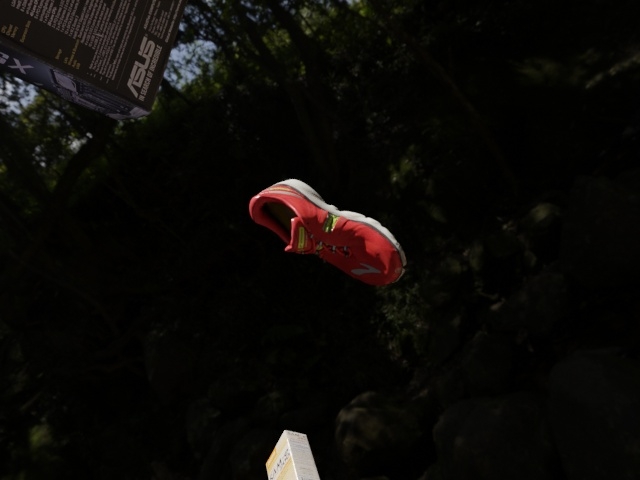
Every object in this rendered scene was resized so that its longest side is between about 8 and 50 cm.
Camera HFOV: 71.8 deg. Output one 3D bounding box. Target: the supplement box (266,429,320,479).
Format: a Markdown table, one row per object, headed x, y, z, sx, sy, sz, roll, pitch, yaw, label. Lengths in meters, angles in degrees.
| x | y | z | sx | sy | sz | roll | pitch | yaw | label |
| --- | --- | --- | --- | --- | --- | --- | --- | --- | --- |
| -0.035 | 0.305 | 0.567 | 0.062 | 0.036 | 0.098 | -63 | 22 | 10 | supplement box |

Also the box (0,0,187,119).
| x | y | z | sx | sy | sz | roll | pitch | yaw | label |
| --- | --- | --- | --- | --- | --- | --- | --- | --- | --- |
| -0.179 | -0.266 | 0.263 | 0.076 | 0.242 | 0.308 | 14 | 86 | 47 | box |

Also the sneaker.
| x | y | z | sx | sy | sz | roll | pitch | yaw | label |
| --- | --- | --- | --- | --- | --- | --- | --- | --- | --- |
| 0.000 | 0.000 | 0.710 | 0.118 | 0.279 | 0.107 | -29 | -38 | -53 | sneaker |
